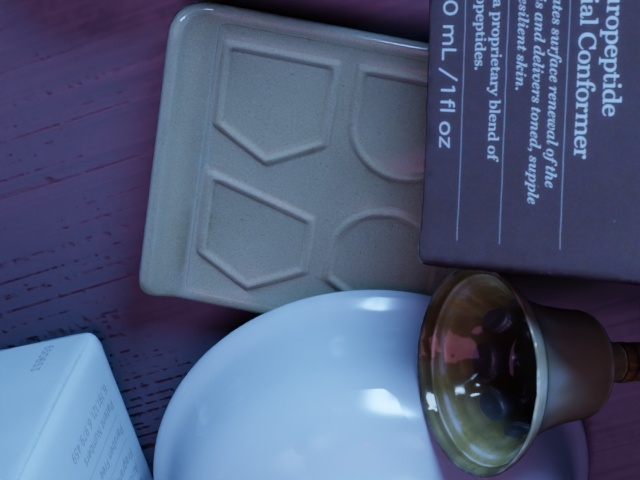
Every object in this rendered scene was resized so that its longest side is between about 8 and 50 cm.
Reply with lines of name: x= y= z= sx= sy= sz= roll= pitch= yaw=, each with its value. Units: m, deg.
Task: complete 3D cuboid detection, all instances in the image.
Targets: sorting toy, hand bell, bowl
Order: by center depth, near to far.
hand bell: x=0.195 y=0.076 z=1.205 sx=0.242 sy=0.126 sz=0.126 roll=-1 pitch=121 yaw=-30
sorting toy: x=0.000 y=0.000 z=1.269 sx=0.229 sy=0.041 sz=0.307 roll=9 pitch=119 yaw=-1
bowl: x=0.034 y=0.189 z=1.270 sx=0.298 sy=0.134 sz=0.298 roll=0 pitch=119 yaw=0

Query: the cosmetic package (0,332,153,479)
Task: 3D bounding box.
cosmetic package: x=-0.270 y=0.328 z=1.305 sx=0.329 sy=0.327 sz=0.394 roll=-13 pitch=114 yaw=14

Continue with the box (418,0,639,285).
box: x=0.244 y=-0.065 z=1.032 sx=0.381 sy=0.143 sz=0.191 roll=4 pitch=95 yaw=35
